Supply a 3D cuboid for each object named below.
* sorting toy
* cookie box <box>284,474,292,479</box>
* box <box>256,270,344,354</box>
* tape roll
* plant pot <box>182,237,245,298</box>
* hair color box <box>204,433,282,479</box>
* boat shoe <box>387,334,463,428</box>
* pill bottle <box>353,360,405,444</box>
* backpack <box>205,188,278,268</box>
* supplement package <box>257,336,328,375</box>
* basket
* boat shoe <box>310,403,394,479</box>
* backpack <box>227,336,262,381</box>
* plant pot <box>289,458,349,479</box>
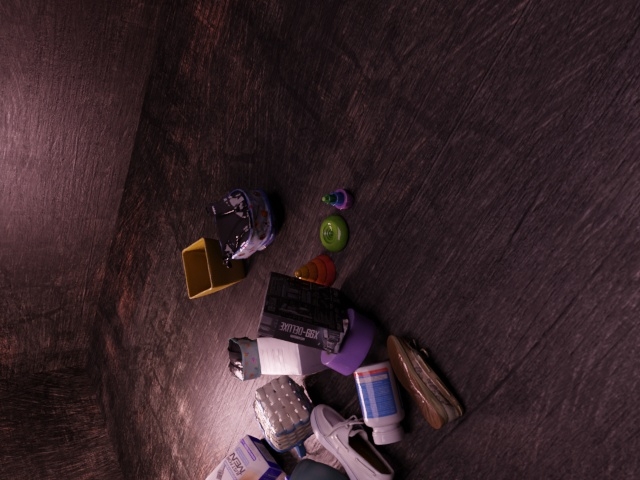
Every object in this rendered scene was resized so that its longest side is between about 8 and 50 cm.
[{"bbox_3d":[0.000,0.000,1.692,0.127,0.126,0.365,38,120,42],"label":"sorting toy"},{"bbox_3d":[-0.064,0.884,1.831,0.107,0.092,0.040,26,108,47],"label":"cookie box"},{"bbox_3d":[-0.057,0.213,1.575,0.307,0.242,0.076,-94,20,-71],"label":"box"},{"bbox_3d":[0.083,0.309,1.564,0.189,0.080,0.189,-57,12,18],"label":"tape roll"},{"bbox_3d":[-0.441,0.114,2.161,0.212,0.187,0.212,-25,73,48],"label":"plant pot"},{"bbox_3d":[-0.334,0.959,2.002,0.339,0.110,0.185,-48,47,-5],"label":"hair color box"},{"bbox_3d":[0.282,0.380,1.425,0.285,0.089,0.104,59,158,32],"label":"boat shoe"},{"bbox_3d":[0.178,0.475,1.505,0.124,0.124,0.221,-25,72,47],"label":"pill bottle"},{"bbox_3d":[-0.283,-0.070,1.956,0.263,0.213,0.276,-36,71,53],"label":"backpack"},{"bbox_3d":[-0.098,0.396,1.811,0.244,0.139,0.134,-15,82,48],"label":"supplement package"},{"bbox_3d":[-0.121,0.630,1.826,0.255,0.201,0.289,55,157,29],"label":"basket"},{"bbox_3d":[0.101,0.610,1.583,0.367,0.136,0.156,44,120,48],"label":"boat shoe"},{"bbox_3d":[-0.287,0.469,2.022,0.188,0.144,0.166,173,96,-72],"label":"backpack"},{"bbox_3d":[0.025,0.861,1.615,0.196,0.293,0.293,-1,91,22],"label":"plant pot"}]
